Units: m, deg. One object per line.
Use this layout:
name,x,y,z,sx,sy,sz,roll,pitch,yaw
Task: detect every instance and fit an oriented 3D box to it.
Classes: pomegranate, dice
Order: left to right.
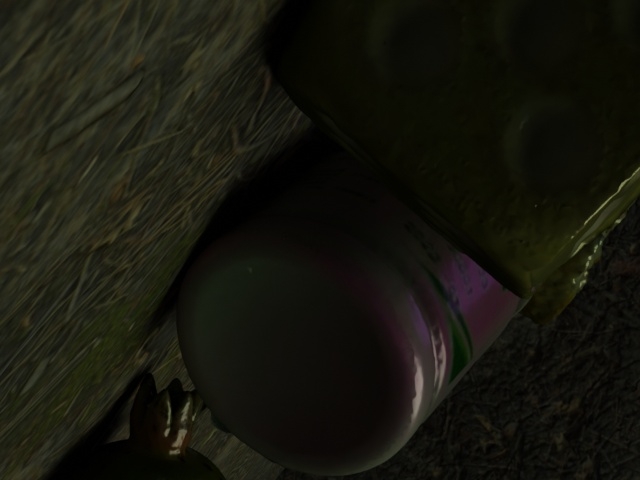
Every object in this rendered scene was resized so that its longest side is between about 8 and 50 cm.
pomegranate,-0.143,0.216,1.400,0.159,0.159,0.205,-26,129,-72
dice,0.125,-0.116,1.045,0.233,0.227,0.238,-50,172,-1

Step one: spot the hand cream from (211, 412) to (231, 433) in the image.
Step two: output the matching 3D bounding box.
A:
hand cream,-0.062,0.139,1.864,0.175,0.046,0.095,-54,174,-25

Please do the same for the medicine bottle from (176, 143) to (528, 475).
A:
medicine bottle,0.053,0.023,1.334,0.325,0.212,0.212,-39,166,-51

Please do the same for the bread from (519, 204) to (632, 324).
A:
bread,0.321,-0.116,2.132,0.395,0.239,0.264,-46,171,-45
